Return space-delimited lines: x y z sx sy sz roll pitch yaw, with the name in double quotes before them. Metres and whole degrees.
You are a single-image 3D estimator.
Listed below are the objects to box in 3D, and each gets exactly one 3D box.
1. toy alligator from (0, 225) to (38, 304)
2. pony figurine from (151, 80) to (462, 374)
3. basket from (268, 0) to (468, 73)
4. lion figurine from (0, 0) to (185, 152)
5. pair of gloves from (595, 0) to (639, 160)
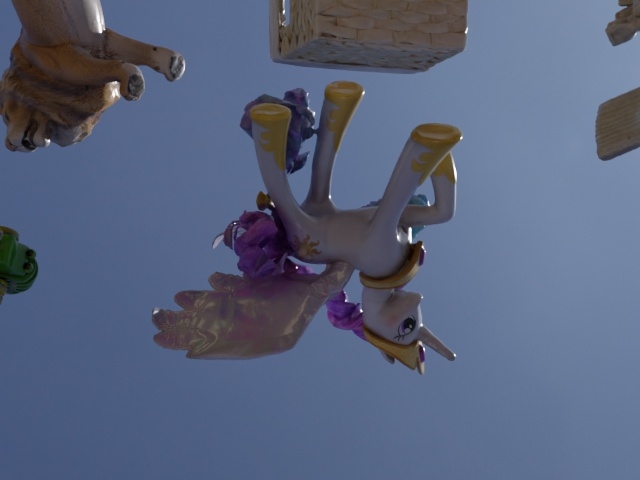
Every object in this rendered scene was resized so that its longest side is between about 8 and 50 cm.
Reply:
"toy alligator" -0.262 0.018 0.755 0.051 0.190 0.056 14 -111 -21
"pony figurine" 0.000 0.000 1.065 0.351 0.363 0.303 9 -144 12
"basket" 0.046 -0.220 0.828 0.167 0.113 0.103 -1 -177 -22
"lion figurine" -0.296 -0.270 0.975 0.240 0.392 0.142 15 -141 26
"pair of gloves" 0.378 -0.210 0.926 0.204 0.042 0.240 -9 -119 51
